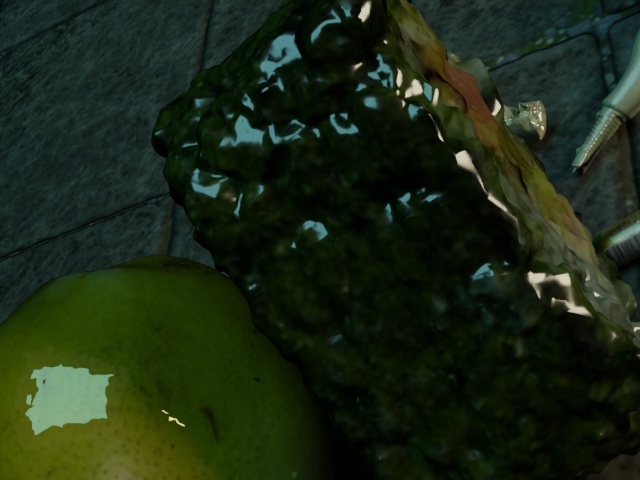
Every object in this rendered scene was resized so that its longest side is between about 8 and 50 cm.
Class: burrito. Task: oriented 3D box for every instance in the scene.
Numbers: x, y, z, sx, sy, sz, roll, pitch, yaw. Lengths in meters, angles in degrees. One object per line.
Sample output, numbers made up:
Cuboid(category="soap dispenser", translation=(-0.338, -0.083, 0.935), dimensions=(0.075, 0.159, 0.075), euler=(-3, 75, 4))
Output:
Cuboid(category="burrito", translation=(0.138, -0.098, 0.976), dimensions=(0.149, 0.041, 0.055), euler=(-8, 36, 38))

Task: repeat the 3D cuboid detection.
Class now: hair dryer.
Cuboid(category="hair dryer", translation=(0.338, -0.167, 0.874), dimensions=(0.229, 0.092, 0.267), euler=(4, 70, 34))

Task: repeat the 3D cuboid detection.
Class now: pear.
Cuboid(category="pear", translation=(-0.125, 0.180, 0.761), dimensions=(0.285, 0.285, 0.336), euler=(-31, 55, 12))

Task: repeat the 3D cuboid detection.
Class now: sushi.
Cuboid(category="sushi", translation=(0.072, -0.001, 0.701), dimensions=(0.178, 0.352, 0.294), euler=(-36, 8, 18))

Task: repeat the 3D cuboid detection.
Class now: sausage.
Cuboid(category="sausage", translation=(0.317, -0.049, 0.793), dimensions=(0.269, 0.033, 0.033), euler=(-31, 40, 12))
